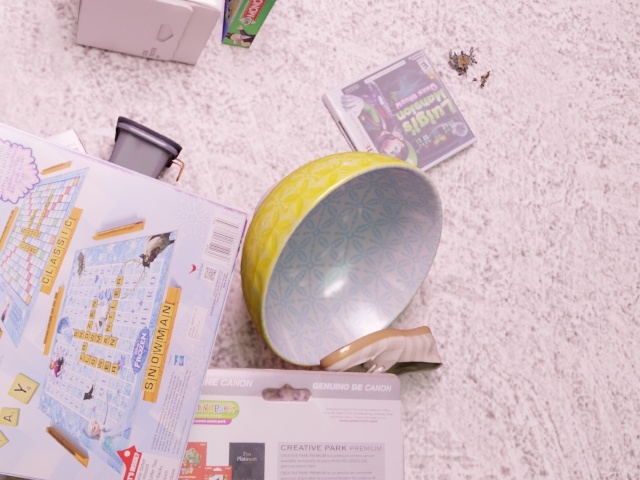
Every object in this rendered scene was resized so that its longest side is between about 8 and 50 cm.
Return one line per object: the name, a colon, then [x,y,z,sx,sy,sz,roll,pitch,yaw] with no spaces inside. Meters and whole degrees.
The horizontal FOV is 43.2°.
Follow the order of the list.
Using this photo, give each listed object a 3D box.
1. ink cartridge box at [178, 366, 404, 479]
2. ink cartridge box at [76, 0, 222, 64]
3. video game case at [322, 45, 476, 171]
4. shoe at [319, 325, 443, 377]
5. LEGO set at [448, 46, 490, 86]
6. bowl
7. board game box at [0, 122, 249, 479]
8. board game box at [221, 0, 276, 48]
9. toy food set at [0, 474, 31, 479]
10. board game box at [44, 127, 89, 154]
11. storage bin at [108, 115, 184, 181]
ink cartridge box: [-0.060,0.295,0.977,0.309,0.130,0.272,6,76,-19]
ink cartridge box: [-0.219,-0.379,1.055,0.168,0.171,0.233,6,75,-19]
video game case: [0.122,-0.183,1.215,0.190,0.022,0.173,-30,89,-24]
shoe: [0.087,0.154,1.056,0.219,0.076,0.058,-3,61,-47]
LEGO set: [0.231,-0.275,1.281,0.054,0.023,0.083,-45,108,-21]
bowl: [0.000,0.000,1.038,0.289,0.290,0.156,-31,47,-24]
board game box: [-0.259,0.073,0.805,0.318,0.066,0.319,21,76,-27]
board game box: [-0.081,-0.454,1.100,0.046,0.213,0.317,7,75,-19]
toy food set: [-0.283,0.154,0.863,0.219,0.092,0.306,11,89,-29]
board game box: [-0.408,-0.018,0.889,0.305,0.193,0.053,-27,88,-24]
storage bin: [-0.228,-0.085,1.011,0.098,0.135,0.091,26,82,-13]
